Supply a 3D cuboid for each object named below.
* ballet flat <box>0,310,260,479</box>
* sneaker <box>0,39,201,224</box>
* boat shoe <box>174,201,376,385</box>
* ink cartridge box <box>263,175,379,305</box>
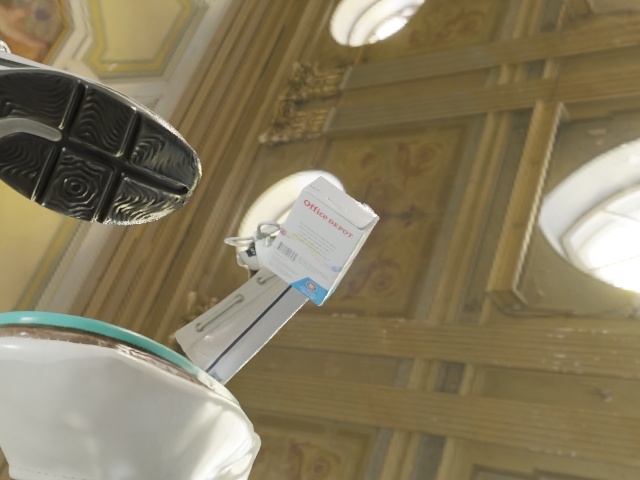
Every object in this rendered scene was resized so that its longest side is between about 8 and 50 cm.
[{"bbox_3d":[-0.110,0.155,0.515,0.400,0.139,0.139,80,-158,-70],"label":"ballet flat"},{"bbox_3d":[-0.354,-0.187,0.941,0.447,0.169,0.257,19,-151,-23],"label":"sneaker"},{"bbox_3d":[-0.078,0.039,1.199,0.156,0.136,0.367,44,-108,2],"label":"boat shoe"},{"bbox_3d":[0.000,0.000,0.931,0.052,0.088,0.122,-41,-16,-54],"label":"ink cartridge box"}]
